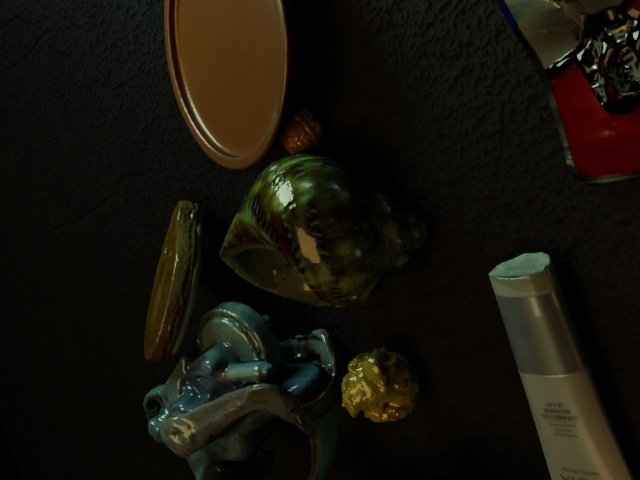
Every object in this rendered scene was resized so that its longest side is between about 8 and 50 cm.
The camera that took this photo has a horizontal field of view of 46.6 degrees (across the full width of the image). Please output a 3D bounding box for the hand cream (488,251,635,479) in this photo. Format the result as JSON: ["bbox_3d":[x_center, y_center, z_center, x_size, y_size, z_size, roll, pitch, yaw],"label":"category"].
[{"bbox_3d":[0.206,0.132,0.623,0.079,0.048,0.255,-5,111,49],"label":"hand cream"}]

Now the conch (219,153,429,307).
[{"bbox_3d":[0.002,-0.002,0.715,0.182,0.124,0.187,28,158,23],"label":"conch"}]

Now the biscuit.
[{"bbox_3d":[-0.178,0.058,0.928,0.208,0.049,0.180,-106,33,-56],"label":"biscuit"}]

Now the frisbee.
[{"bbox_3d":[-0.095,-0.193,0.728,0.251,0.021,0.250,28,125,48],"label":"frisbee"}]

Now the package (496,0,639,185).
[{"bbox_3d":[0.172,-0.163,0.445,0.269,0.071,0.194,55,165,-11],"label":"package"}]

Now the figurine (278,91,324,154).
[{"bbox_3d":[-0.039,-0.132,0.734,0.109,0.047,0.064,58,173,12],"label":"figurine"}]

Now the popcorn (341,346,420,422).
[{"bbox_3d":[0.062,0.145,0.789,0.084,0.084,0.084,29,134,35],"label":"popcorn"}]

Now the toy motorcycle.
[{"bbox_3d":[-0.106,0.230,0.911,0.319,0.182,0.241,-52,53,42],"label":"toy motorcycle"}]
